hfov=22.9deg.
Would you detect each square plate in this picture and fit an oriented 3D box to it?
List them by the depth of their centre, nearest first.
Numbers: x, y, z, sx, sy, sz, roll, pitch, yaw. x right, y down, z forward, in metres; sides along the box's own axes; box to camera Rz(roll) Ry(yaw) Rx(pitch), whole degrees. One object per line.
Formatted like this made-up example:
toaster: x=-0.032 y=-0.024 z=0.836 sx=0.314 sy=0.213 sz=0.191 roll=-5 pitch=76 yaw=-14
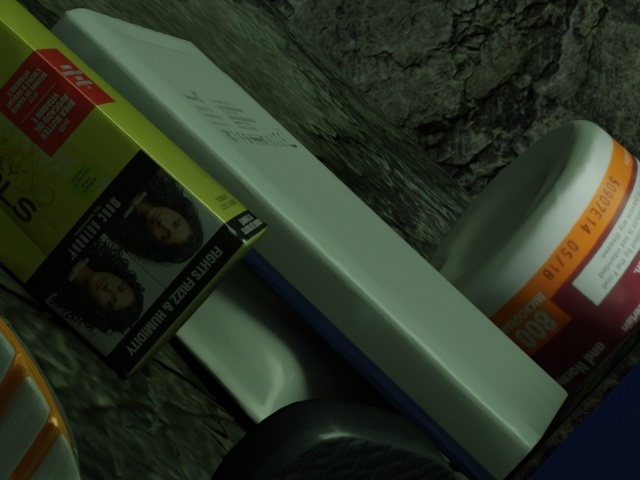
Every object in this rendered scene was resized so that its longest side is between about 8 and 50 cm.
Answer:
square plate: x=-0.051 y=-0.004 z=0.967 sx=0.347 sy=0.049 sz=0.344 roll=46 pitch=10 yaw=24

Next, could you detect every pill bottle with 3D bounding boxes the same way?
pill bottle: x=0.282 y=0.108 z=1.283 sx=0.392 sy=0.224 sz=0.224 roll=40 pitch=10 yaw=-8

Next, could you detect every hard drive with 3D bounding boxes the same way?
hard drive: x=0.000 y=0.000 z=0.879 sx=0.319 sy=0.040 sz=0.210 roll=43 pitch=10 yaw=9

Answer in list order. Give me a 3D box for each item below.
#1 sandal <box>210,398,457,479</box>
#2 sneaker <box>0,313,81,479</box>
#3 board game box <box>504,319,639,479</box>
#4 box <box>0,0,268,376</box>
sandal: x=0.014 y=0.113 z=0.598 sx=0.054 sy=0.097 sz=0.254 roll=48 pitch=1 yaw=29
sneaker: x=-0.150 y=0.009 z=0.415 sx=0.215 sy=0.084 sz=0.083 roll=39 pitch=5 yaw=-10
board game box: x=0.205 y=0.123 z=0.875 sx=0.141 sy=0.232 sz=0.291 roll=43 pitch=9 yaw=9
box: x=-0.138 y=-0.050 z=0.708 sx=0.232 sy=0.087 sz=0.058 roll=43 pitch=10 yaw=2
